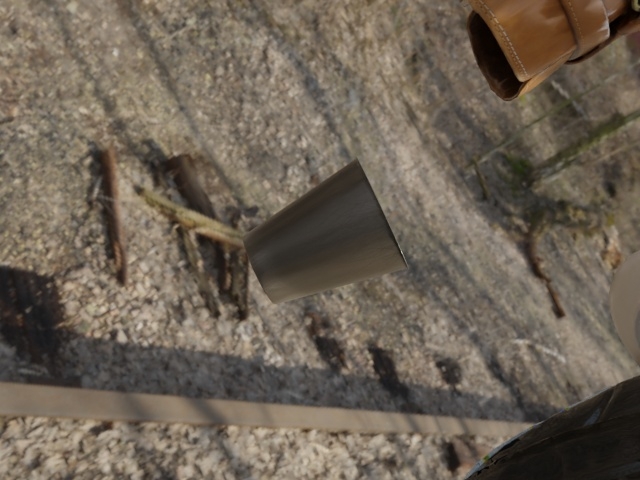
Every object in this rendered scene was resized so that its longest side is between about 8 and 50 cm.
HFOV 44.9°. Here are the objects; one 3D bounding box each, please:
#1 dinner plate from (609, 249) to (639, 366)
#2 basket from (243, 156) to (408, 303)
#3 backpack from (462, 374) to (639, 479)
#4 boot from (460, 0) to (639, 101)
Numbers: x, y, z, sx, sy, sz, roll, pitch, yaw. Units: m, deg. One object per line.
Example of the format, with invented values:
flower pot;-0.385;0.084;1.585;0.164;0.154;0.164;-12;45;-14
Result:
dinner plate;0.223;0.062;0.433;0.017;0.141;0.141;-39;99;-26
basket;0.000;0.000;1.274;0.154;0.226;0.204;52;15;-75
backpack;0.272;0.234;0.571;0.290;0.355;0.273;-108;-174;-52
boot;0.163;-0.187;0.382;0.109;0.220;0.283;60;6;15
